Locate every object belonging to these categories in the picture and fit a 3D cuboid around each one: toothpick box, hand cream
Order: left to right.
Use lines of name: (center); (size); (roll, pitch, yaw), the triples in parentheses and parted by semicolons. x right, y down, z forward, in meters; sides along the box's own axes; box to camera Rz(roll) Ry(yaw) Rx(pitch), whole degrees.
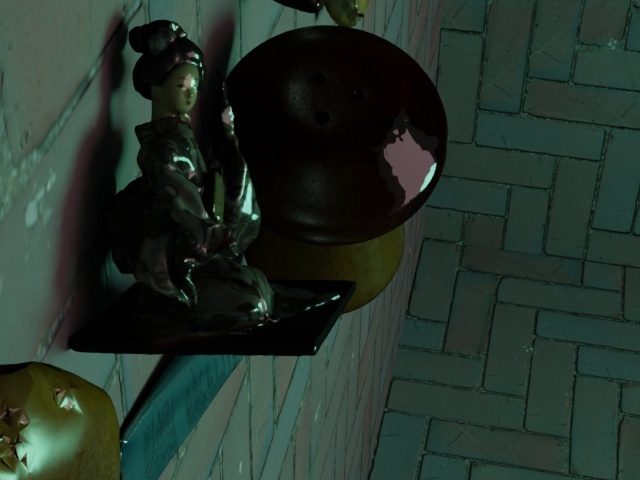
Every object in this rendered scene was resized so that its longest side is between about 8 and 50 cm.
hand cream: (-0.110, 0.126, 1.002); (0.224, 0.048, 0.083); (-58, 155, -56)
toothpick box: (0.006, -0.049, 1.115); (0.294, 0.192, 0.192); (92, 9, -64)

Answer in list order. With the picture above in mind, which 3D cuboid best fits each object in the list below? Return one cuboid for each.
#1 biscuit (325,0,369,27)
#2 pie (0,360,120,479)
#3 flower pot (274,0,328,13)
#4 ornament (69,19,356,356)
biscuit: (0.037, -0.333, 1.456); (0.118, 0.061, 0.183); (-56, 155, -75)
pie: (-0.159, 0.178, 0.613); (0.273, 0.069, 0.273); (12, 90, -79)
flower pot: (-0.018, -0.244, 1.079); (0.111, 0.111, 0.089); (43, 71, -80)
ornament: (-0.069, -0.039, 0.806); (0.166, 0.153, 0.196); (-55, 143, -73)
